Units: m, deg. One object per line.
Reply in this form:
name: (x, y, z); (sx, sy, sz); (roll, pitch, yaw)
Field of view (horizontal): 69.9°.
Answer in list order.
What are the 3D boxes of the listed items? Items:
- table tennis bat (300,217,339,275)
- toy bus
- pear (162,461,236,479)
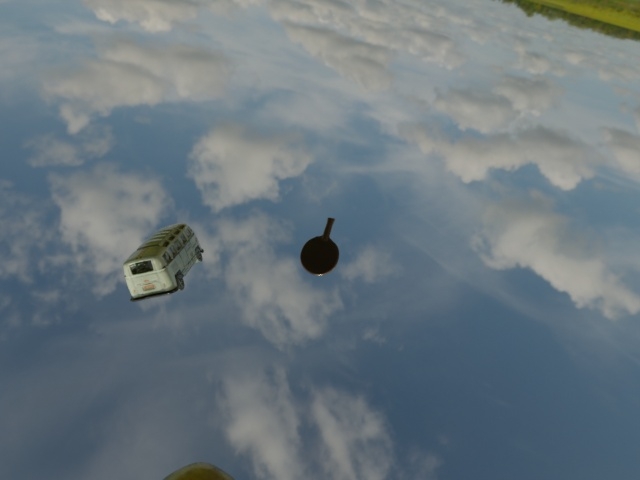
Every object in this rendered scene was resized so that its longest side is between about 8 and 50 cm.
table tennis bat: (0.000, 0.000, 1.220); (0.107, 0.119, 0.170); (14, -106, 11)
toy bus: (-0.279, 0.031, 0.828); (0.087, 0.089, 0.194); (-12, -159, 8)
pear: (-0.160, 0.382, 0.562); (0.199, 0.200, 0.200); (11, -147, -7)
